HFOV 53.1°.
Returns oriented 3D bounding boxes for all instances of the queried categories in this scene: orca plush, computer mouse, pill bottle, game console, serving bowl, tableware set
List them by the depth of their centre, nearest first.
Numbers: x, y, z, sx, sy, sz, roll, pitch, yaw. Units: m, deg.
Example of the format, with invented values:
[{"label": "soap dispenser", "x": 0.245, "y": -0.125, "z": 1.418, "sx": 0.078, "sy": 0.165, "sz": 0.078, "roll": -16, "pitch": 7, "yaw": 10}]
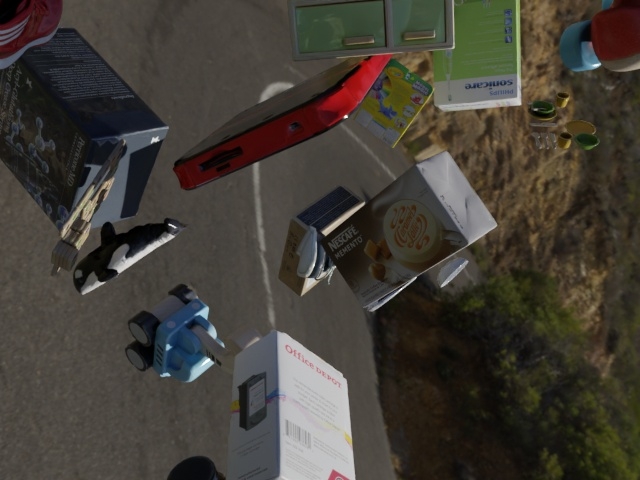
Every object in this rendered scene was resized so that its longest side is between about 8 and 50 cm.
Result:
[{"label": "tableware set", "x": 0.398, "y": -0.199, "z": 1.054, "sx": 0.154, "sy": 0.104, "sz": 0.024, "roll": -79, "pitch": 170, "yaw": -48}, {"label": "game console", "x": -0.068, "y": -0.230, "z": 1.192, "sx": 0.060, "sy": 0.386, "sz": 0.342, "roll": 61, "pitch": 32, "yaw": -18}, {"label": "pill bottle", "x": -0.213, "y": 0.521, "z": 1.221, "sx": 0.123, "sy": 0.122, "sz": 0.219, "roll": -96, "pitch": 172, "yaw": -61}, {"label": "computer mouse", "x": 0.162, "y": 0.073, "z": 1.294, "sx": 0.042, "sy": 0.193, "sz": 0.106, "roll": 54, "pitch": -21, "yaw": 4}, {"label": "orca plush", "x": -0.427, "y": 0.006, "z": 1.358, "sx": 0.102, "sy": 0.287, "sz": 0.151, "roll": 56, "pitch": 28, "yaw": -15}, {"label": "serving bowl", "x": 0.286, "y": 0.065, "z": 1.412, "sx": 0.027, "sy": 0.083, "sz": 0.083, "roll": 47, "pitch": 8, "yaw": 15}]

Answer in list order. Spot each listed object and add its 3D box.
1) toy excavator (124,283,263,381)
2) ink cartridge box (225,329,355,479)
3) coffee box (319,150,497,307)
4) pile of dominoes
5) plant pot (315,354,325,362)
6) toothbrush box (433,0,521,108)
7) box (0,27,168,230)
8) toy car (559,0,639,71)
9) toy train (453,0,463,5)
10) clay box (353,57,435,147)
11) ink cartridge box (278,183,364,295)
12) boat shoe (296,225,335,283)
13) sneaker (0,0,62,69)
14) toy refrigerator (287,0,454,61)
[{"label": "toy excavator", "x": -0.370, "y": 0.328, "z": 2.008, "sx": 0.445, "sy": 0.433, "sz": 0.222, "roll": 36, "pitch": 46, "yaw": 16}, {"label": "ink cartridge box", "x": -0.052, "y": 0.358, "z": 1.192, "sx": 0.226, "sy": 0.131, "sz": 0.306, "roll": 42, "pitch": 26, "yaw": -31}, {"label": "coffee box", "x": 0.131, "y": -0.012, "z": 1.016, "sx": 0.098, "sy": 0.246, "sz": 0.141, "roll": -27, "pitch": 83, "yaw": -45}, {"label": "pile of dominoes", "x": -0.443, "y": -0.053, "z": 1.254, "sx": 0.040, "sy": 0.196, "sz": 0.251, "roll": 28, "pitch": 57, "yaw": -10}, {"label": "plant pot", "x": -0.050, "y": 0.358, "z": 1.880, "sx": 0.081, "sy": 0.081, "sz": 0.083, "roll": 22, "pitch": -20, "yaw": 32}, {"label": "toothbrush box", "x": 0.395, "y": -0.482, "z": 1.618, "sx": 0.122, "sy": 0.206, "sz": 0.283, "roll": -5, "pitch": 93, "yaw": -68}, {"label": "box", "x": -0.590, "y": -0.262, "z": 1.507, "sx": 0.395, "sy": 0.293, "sz": 0.212, "roll": 45, "pitch": 37, "yaw": 17}, {"label": "toy car", "x": 0.430, "y": -0.378, "z": 0.871, "sx": 0.238, "sy": 0.210, "sz": 0.219, "roll": 53, "pitch": -15, "yaw": -23}, {"label": "toy train", "x": 0.258, "y": -0.595, "z": 1.497, "sx": 0.166, "sy": 0.125, "sz": 0.046, "roll": 47, "pitch": 57, "yaw": -37}, {"label": "clay box", "x": 0.181, "y": -0.339, "z": 1.554, "sx": 0.127, "sy": 0.222, "sz": 0.053, "roll": 36, "pitch": 53, "yaw": 0}, {"label": "ink cartridge box", "x": 0.000, "y": 0.000, "z": 1.611, "sx": 0.088, "sy": 0.193, "sz": 0.235, "roll": 38, "pitch": -39, "yaw": 20}, {"label": "boat shoe", "x": -0.003, "y": 0.033, "z": 1.329, "sx": 0.079, "sy": 0.095, "sz": 0.254, "roll": 26, "pitch": 5, "yaw": -7}, {"label": "sneaker", "x": -0.462, "y": -0.373, "z": 1.027, "sx": 0.087, "sy": 0.128, "sz": 0.221, "roll": 34, "pitch": 47, "yaw": -24}, {"label": "toy refrigerator", "x": 0.086, "y": -0.364, "z": 1.076, "sx": 0.094, "sy": 0.269, "sz": 0.102, "roll": -62, "pitch": 149, "yaw": -69}]
